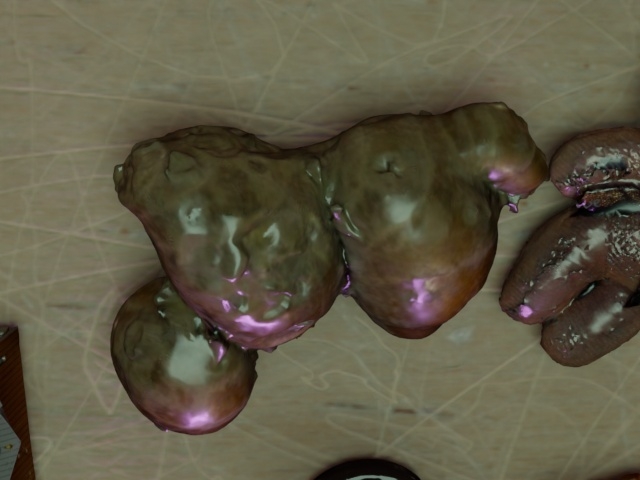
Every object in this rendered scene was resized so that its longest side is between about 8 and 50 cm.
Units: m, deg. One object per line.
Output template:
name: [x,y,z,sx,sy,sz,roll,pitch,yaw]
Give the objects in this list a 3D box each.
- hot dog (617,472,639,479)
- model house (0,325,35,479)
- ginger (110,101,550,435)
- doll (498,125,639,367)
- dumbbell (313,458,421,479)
hot dog: [0.281,0.284,1.488,0.257,0.150,0.153,9,112,-7]
model house: [-0.280,0.179,1.417,0.136,0.207,0.219,-14,104,-30]
ginger: [0.000,0.000,1.391,0.375,0.176,0.256,-19,121,-2]
doll: [0.281,-0.012,1.417,0.201,0.156,0.303,39,101,-18]
dumbbell: [0.045,0.272,1.418,0.124,0.225,0.140,-19,102,1]
